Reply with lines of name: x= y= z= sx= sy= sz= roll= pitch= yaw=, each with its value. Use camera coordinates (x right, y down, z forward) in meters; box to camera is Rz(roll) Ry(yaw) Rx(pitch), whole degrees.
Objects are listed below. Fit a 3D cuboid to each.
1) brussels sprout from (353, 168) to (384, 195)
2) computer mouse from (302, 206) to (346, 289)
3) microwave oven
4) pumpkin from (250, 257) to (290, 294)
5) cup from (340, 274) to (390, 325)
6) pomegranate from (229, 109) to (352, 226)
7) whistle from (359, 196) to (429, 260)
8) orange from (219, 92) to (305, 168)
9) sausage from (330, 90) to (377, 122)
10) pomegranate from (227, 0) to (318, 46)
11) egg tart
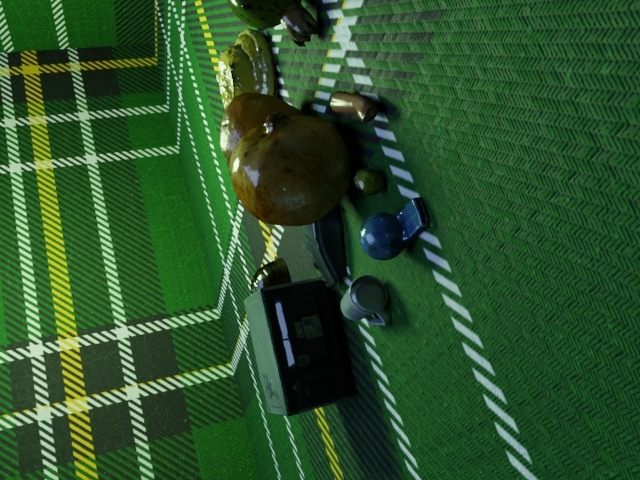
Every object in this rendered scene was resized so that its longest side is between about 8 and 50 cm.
brussels sprout: x=0.083 y=-0.108 z=1.152 sx=0.051 sy=0.046 sz=0.083 roll=42 pitch=173 yaw=-21
computer mouse: x=-0.002 y=0.001 z=1.414 sx=0.126 sy=0.071 sz=0.231 roll=-153 pitch=54 yaw=-67
microwave oven: x=-0.055 y=0.257 z=1.527 sx=0.237 sy=0.181 sz=0.295 roll=145 pitch=114 yaw=-67
pumpkin: x=-0.154 y=0.150 z=1.882 sx=0.119 sy=0.107 sz=0.183 roll=42 pitch=140 yaw=53
cup: x=0.091 y=0.128 z=1.235 sx=0.104 sy=0.074 sz=0.116 roll=47 pitch=158 yaw=7
pomegranate: x=-0.060 y=-0.145 z=1.258 sx=0.248 sy=0.248 sz=0.248 roll=170 pitch=90 yaw=-71
whistle: x=0.113 y=-0.014 z=1.061 sx=0.158 sy=0.090 sz=0.090 roll=121 pitch=135 yaw=-63
orange: x=-0.122 y=-0.219 z=1.453 sx=0.249 sy=0.183 sz=0.249 roll=6 pitch=-90 yaw=-75
sausage: x=0.061 y=-0.246 z=1.149 sx=0.177 sy=0.047 sz=0.040 roll=41 pitch=153 yaw=62
pomegranate: x=-0.094 y=-0.515 z=1.293 sx=0.248 sy=0.202 sz=0.202 roll=49 pitch=159 yaw=-2
egg tart: x=-0.212 y=-0.429 z=1.722 sx=0.290 sy=0.115 sz=0.290 roll=173 pitch=90 yaw=-68
